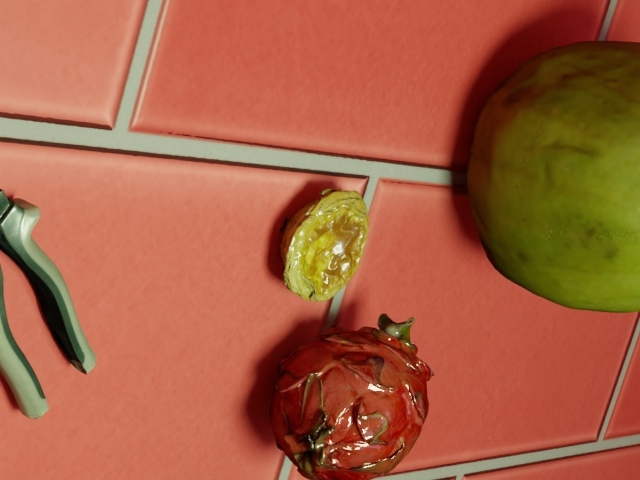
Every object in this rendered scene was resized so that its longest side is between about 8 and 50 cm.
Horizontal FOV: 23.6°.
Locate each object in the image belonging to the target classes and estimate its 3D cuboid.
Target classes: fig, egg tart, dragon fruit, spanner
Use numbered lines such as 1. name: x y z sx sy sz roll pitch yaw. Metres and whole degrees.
1. fig: 0.345 -0.062 1.757 0.343 0.343 0.343 -29 131 -40
2. egg tart: 0.000 0.000 1.599 0.130 0.052 0.130 -29 132 -39
3. dragon fruit: 0.028 0.174 1.636 0.209 0.172 0.172 -41 138 -41
4. spanner: -0.267 0.023 1.279 0.095 0.040 0.325 -44 141 -29
